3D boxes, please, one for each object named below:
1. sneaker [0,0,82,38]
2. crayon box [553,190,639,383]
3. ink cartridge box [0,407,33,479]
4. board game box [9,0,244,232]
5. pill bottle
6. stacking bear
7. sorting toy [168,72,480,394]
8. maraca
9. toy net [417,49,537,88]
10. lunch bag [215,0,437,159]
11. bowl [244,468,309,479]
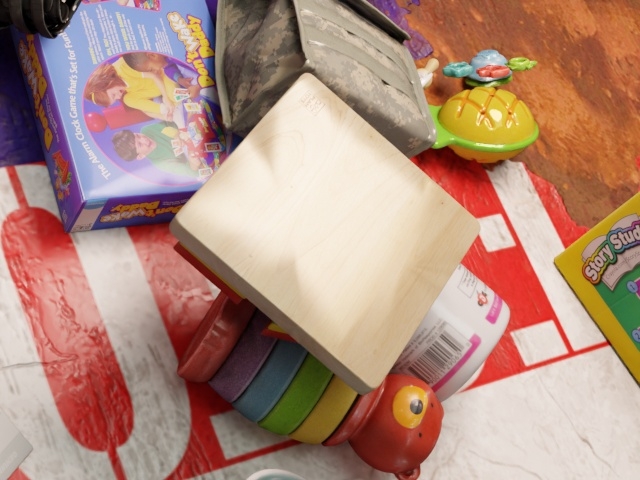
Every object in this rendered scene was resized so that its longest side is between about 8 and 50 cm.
[{"bbox_3d":[-0.373,-0.252,1.385,0.147,0.104,0.296,36,76,16],"label":"sneaker"},{"bbox_3d":[0.510,0.054,1.583,0.106,0.363,0.313,-25,77,-36],"label":"crayon box"},{"bbox_3d":[-0.428,0.197,1.170,0.239,0.060,0.275,59,40,-19],"label":"ink cartridge box"},{"bbox_3d":[-0.228,-0.189,1.505,0.233,0.078,0.347,-6,66,-31],"label":"board game box"},{"bbox_3d":[0.068,0.048,1.471,0.283,0.160,0.160,41,52,-5],"label":"pill bottle"},{"bbox_3d":[0.004,0.153,1.376,0.289,0.164,0.175,32,54,-6],"label":"stacking bear"},{"bbox_3d":[0.000,0.000,1.305,0.255,0.089,0.257,41,52,-4],"label":"sorting toy"},{"bbox_3d":[0.206,-0.157,1.711,0.185,0.099,0.127,-1,34,-12],"label":"maraca"},{"bbox_3d":[0.179,-0.220,1.736,0.232,0.045,0.122,-15,26,-22],"label":"toy net"},{"bbox_3d":[-0.004,-0.232,1.555,0.235,0.169,0.287,28,38,-40],"label":"lunch bag"},{"bbox_3d":[-0.041,0.389,1.177,0.311,0.163,0.312,48,19,-23],"label":"bowl"}]
